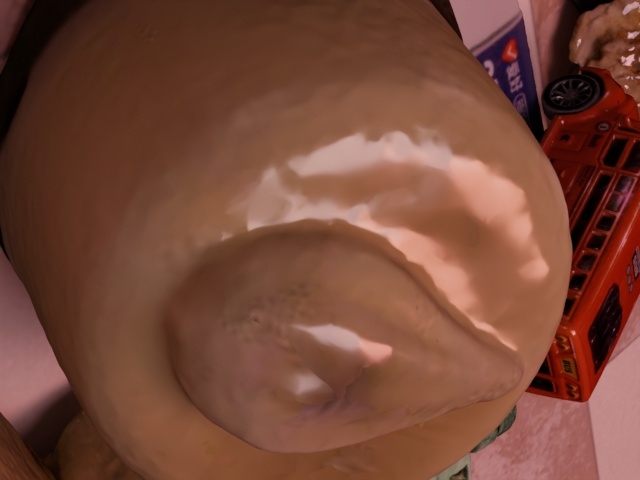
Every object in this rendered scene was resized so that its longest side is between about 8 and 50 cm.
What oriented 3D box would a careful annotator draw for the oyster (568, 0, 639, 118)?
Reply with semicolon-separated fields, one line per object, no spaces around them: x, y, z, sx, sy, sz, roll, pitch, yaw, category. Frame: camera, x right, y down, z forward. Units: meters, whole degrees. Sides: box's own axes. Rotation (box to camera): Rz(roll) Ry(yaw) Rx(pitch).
0.271;-0.102;1.117;0.161;0.107;0.232;-6;121;-34;oyster

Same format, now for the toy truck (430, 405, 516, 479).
0.057;0.181;1.050;0.155;0.156;0.279;-30;132;-27;toy truck

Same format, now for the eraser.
0.099;-0.104;0.984;0.124;0.068;0.210;-37;134;-18;eraser

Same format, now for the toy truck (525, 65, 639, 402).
0.190;-0.009;0.964;0.252;0.114;0.107;-56;144;-31;toy truck

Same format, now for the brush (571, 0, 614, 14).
0.207;-0.229;1.048;0.063;0.016;0.193;-54;139;-2;brush

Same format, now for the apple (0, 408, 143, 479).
-0.143;0.231;0.806;0.233;0.258;0.295;-48;155;26;apple

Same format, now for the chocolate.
0.000;0.000;0.754;0.326;0.297;0.314;-26;128;-18;chocolate
